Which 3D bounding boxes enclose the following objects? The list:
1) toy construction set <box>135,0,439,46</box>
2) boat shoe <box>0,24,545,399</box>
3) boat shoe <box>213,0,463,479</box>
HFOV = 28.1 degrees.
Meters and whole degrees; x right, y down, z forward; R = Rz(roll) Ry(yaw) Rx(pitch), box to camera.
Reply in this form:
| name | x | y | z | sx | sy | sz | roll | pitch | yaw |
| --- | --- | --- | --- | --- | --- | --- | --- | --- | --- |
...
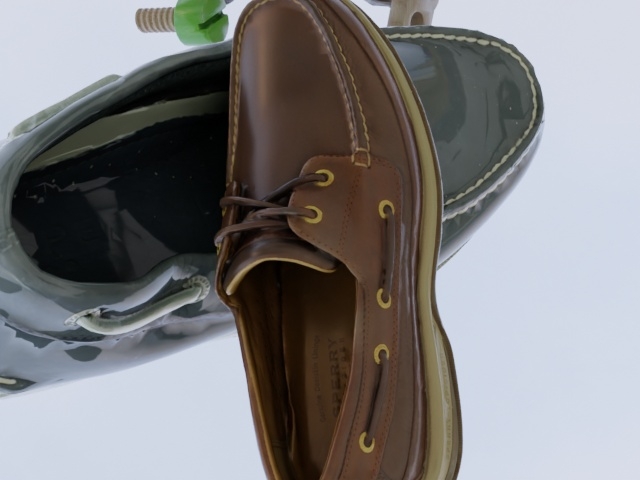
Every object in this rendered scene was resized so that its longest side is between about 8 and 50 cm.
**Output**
| name | x | y | z | sx | sy | sz | roll | pitch | yaw |
| --- | --- | --- | --- | --- | --- | --- | --- | --- | --- |
| toy construction set | 0.066 | -0.157 | 0.956 | 0.237 | 0.309 | 0.257 | 2 | -123 | 27 |
| boat shoe | -0.007 | -0.026 | 0.485 | 0.319 | 0.099 | 0.116 | -20 | -96 | -37 |
| boat shoe | 0.000 | 0.000 | 0.396 | 0.060 | 0.064 | 0.178 | 8 | -111 | -54 |
